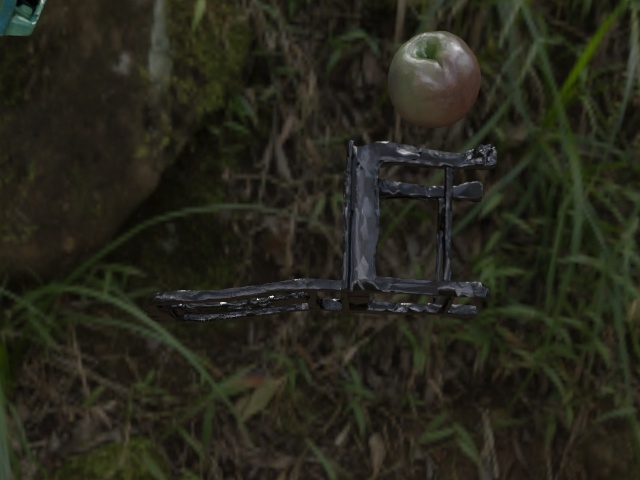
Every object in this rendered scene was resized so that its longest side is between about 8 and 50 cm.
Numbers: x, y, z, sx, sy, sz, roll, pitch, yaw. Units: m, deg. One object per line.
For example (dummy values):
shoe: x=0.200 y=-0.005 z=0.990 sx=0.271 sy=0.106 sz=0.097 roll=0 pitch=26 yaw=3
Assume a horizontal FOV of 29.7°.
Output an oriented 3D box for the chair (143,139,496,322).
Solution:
chair: x=0.000 y=0.000 z=0.820 sx=0.229 sy=0.106 sz=0.113 roll=2 pitch=77 yaw=2

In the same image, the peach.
peach: x=0.096 y=-0.133 z=1.014 sx=0.083 sy=0.083 sz=0.083 roll=2 pitch=37 yaw=-2

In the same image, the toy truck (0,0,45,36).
toy truck: x=-0.224 y=-0.243 z=0.808 sx=0.155 sy=0.156 sz=0.279 roll=23 pitch=38 yaw=-15
